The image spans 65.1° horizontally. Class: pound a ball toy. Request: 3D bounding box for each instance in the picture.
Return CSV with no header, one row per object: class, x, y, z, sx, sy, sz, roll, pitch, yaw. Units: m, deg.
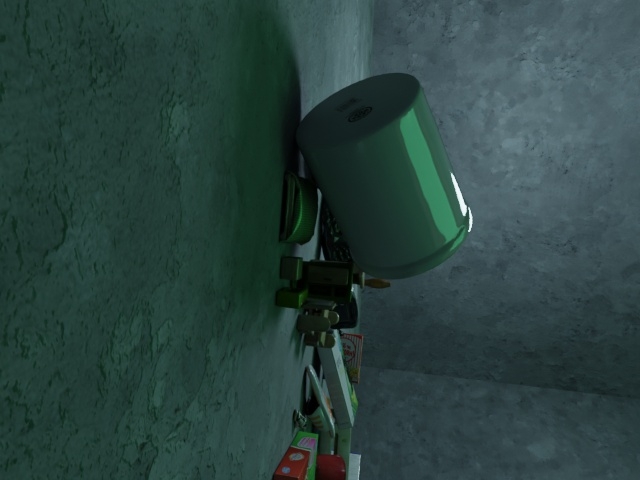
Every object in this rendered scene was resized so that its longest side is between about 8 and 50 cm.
pound a ball toy,0.032,0.806,1.921,0.208,0.135,0.320,-120,-147,-82

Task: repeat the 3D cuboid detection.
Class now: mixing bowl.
mixing bowl,-0.009,0.754,1.581,0.181,0.098,0.182,-50,-158,29

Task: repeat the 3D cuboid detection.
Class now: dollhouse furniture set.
dollhouse furniture set,0.000,0.000,1.167,0.197,0.151,0.302,-10,105,-81
dollhouse furniture set,0.039,0.191,1.491,0.212,0.160,0.242,76,20,-64

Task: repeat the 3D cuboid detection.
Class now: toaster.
toaster,0.080,0.222,1.850,0.146,0.129,0.227,-75,156,-60

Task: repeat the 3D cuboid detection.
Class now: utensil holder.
utensil holder,0.156,-0.152,1.210,0.386,0.327,0.328,60,29,-35

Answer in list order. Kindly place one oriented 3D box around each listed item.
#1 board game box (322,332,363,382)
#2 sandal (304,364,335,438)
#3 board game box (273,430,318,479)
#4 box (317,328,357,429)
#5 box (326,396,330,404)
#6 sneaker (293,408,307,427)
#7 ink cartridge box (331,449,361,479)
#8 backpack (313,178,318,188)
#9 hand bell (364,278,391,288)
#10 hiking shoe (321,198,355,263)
board game box,0.093,0.477,2.049,0.045,0.146,0.194,71,25,-70
sandal,-0.020,0.522,1.616,0.102,0.076,0.266,-107,178,-75
board game box,-0.071,0.695,1.364,0.316,0.064,0.243,13,81,-81
box,0.064,0.491,1.837,0.232,0.058,0.322,-14,90,-81
box,0.012,0.754,2.076,0.164,0.021,0.201,70,27,-68
sneaker,-0.057,0.517,1.453,0.083,0.036,0.032,84,15,-44
ink cartridge box,0.058,1.014,2.004,0.371,0.175,0.069,-72,164,-57
backpack,0.042,-0.188,1.453,0.158,0.116,0.173,-77,167,-45
hand bell,0.153,0.163,1.956,0.126,0.241,0.126,5,90,-82
hiking shoe,0.041,-0.035,1.683,0.132,0.113,0.305,169,-79,-68
